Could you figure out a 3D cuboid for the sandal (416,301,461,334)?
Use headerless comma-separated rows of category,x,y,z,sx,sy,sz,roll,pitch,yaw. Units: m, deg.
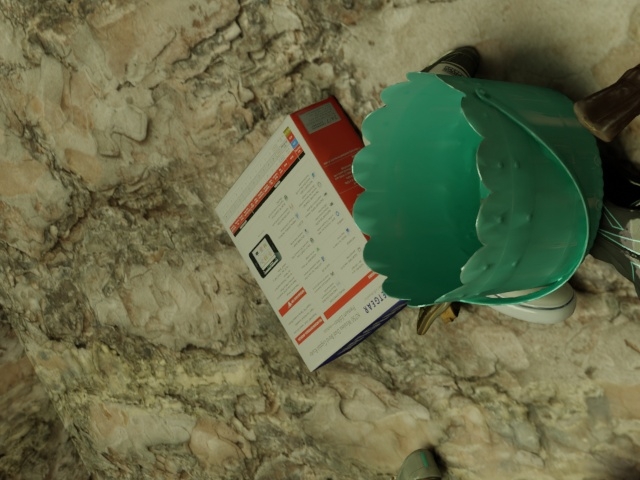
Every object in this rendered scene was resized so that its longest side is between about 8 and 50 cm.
sandal,0.178,0.080,1.977,0.049,0.072,0.180,24,140,-9

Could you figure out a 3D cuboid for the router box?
router box,0.000,0.000,2.091,0.301,0.082,0.335,59,149,8

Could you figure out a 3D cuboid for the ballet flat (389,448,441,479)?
ballet flat,0.142,0.397,2.312,0.213,0.072,0.068,115,144,-53

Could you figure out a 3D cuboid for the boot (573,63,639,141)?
boot,0.334,-0.127,1.517,0.106,0.114,0.037,47,147,16

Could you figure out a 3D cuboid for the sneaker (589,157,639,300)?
sneaker,0.381,0.012,1.594,0.267,0.101,0.106,39,142,25

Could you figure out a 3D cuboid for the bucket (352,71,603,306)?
bucket,0.180,-0.058,1.647,0.281,0.183,0.281,12,103,61

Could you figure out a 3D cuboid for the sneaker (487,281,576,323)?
sneaker,0.217,0.011,1.822,0.258,0.094,0.091,35,144,30

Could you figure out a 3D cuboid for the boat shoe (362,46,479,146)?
boat shoe,0.131,-0.169,1.804,0.078,0.070,0.219,40,145,-9
